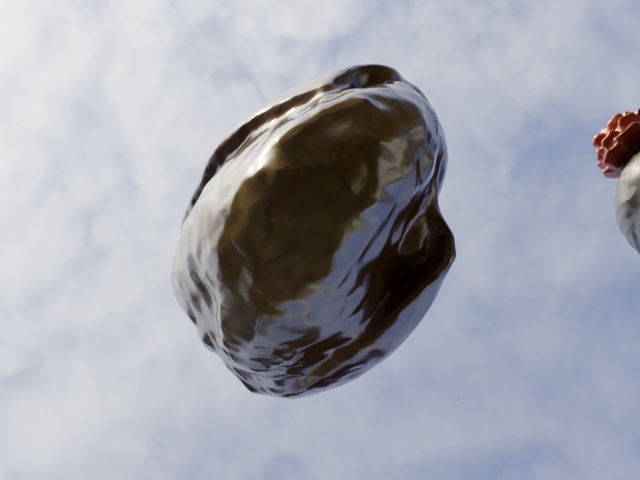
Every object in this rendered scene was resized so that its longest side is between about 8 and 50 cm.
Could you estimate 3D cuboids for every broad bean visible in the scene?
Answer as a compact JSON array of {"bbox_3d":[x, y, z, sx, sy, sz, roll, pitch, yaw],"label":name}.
[{"bbox_3d":[0.004,0.001,0.443,0.156,0.228,0.122,-37,-96,-12],"label":"broad bean"}]

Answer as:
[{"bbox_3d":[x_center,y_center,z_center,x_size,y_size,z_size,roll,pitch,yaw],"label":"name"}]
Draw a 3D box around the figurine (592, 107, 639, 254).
[{"bbox_3d":[0.295,0.010,0.645,0.245,0.138,0.110,42,-101,-30],"label":"figurine"}]
